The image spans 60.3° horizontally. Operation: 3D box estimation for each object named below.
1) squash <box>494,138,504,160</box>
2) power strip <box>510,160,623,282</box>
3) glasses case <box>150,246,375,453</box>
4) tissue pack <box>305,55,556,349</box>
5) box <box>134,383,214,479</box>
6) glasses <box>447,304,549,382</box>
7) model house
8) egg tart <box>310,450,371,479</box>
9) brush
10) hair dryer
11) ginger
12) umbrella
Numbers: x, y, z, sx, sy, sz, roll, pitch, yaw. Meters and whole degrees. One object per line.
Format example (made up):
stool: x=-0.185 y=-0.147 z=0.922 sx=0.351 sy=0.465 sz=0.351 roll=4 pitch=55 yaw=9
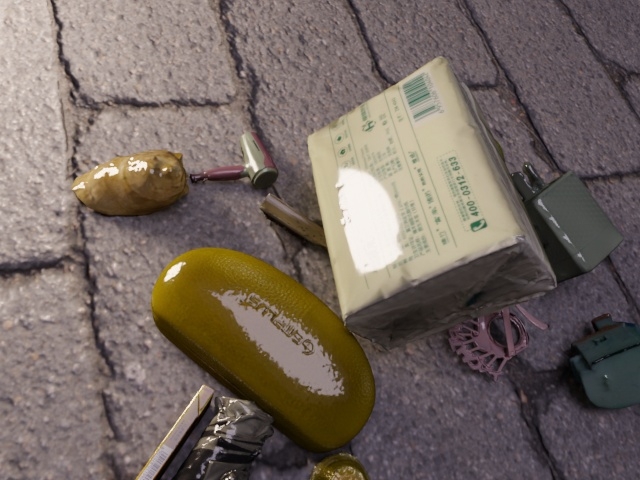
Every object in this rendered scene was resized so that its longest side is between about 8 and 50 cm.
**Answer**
squash: x=0.292 y=-0.115 z=1.076 sx=0.132 sy=0.132 sz=0.247 roll=28 pitch=59 yaw=1
power strip: x=0.429 y=-0.040 z=1.049 sx=0.139 sy=0.140 sz=0.224 roll=-32 pitch=84 yaw=-27
glasses case: x=-0.077 y=0.147 z=0.828 sx=0.371 sy=0.141 sz=0.173 roll=37 pitch=58 yaw=6
tissue pack: x=0.152 y=-0.055 z=0.873 sx=0.207 sy=0.297 sz=0.381 roll=37 pitch=36 yaw=-47
box: x=-0.199 y=0.276 z=0.754 sx=0.022 sy=0.089 sz=0.156 roll=33 pitch=57 yaw=3
glasses: x=0.290 y=0.117 z=0.974 sx=0.162 sy=0.095 sz=0.256 roll=-9 pitch=62 yaw=-11
model house: x=0.517 y=0.203 z=0.980 sx=0.119 sy=0.148 sz=0.149 roll=59 pitch=16 yaw=-18
egg tart: x=0.035 y=0.361 z=0.800 sx=0.105 sy=0.039 sz=0.105 roll=8 pitch=60 yaw=-13
brush: x=0.000 y=0.000 z=0.995 sx=0.247 sy=0.036 sz=0.043 roll=33 pitch=63 yaw=-4
hair dryer: x=-0.166 y=-0.137 z=1.017 sx=0.154 sy=0.054 sz=0.106 roll=-20 pitch=64 yaw=-19
ginger: x=-0.317 y=-0.101 z=0.919 sx=0.193 sy=0.122 sz=0.115 roll=-14 pitch=86 yaw=-16
umbrella: x=-0.176 y=0.371 z=0.701 sx=0.106 sy=0.113 sz=0.358 roll=20 pitch=60 yaw=28
